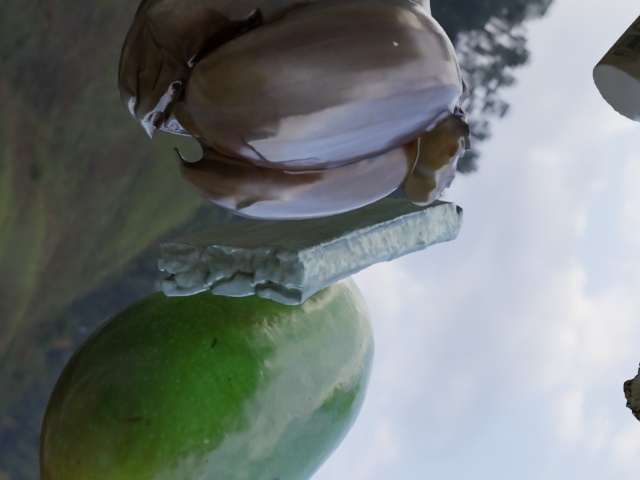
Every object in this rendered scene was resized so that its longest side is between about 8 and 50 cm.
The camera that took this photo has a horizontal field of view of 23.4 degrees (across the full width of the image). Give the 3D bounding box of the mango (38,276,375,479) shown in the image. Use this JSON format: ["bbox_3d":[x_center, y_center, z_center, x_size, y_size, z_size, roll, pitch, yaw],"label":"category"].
[{"bbox_3d":[-0.092,0.138,1.385,0.382,0.225,0.201,-38,170,-37],"label":"mango"}]

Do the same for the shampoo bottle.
[{"bbox_3d":[0.352,-0.204,1.349,0.257,0.078,0.127,-42,-149,-14],"label":"shampoo bottle"}]

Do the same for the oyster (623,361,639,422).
[{"bbox_3d":[0.343,0.178,1.494,0.086,0.029,0.132,-15,-85,54],"label":"oyster"}]

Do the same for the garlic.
[{"bbox_3d":[-0.012,-0.121,0.855,0.160,0.191,0.214,-43,-125,50],"label":"garlic"}]

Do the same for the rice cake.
[{"bbox_3d":[0.000,0.001,1.052,0.124,0.211,0.038,2,-78,31],"label":"rice cake"}]
